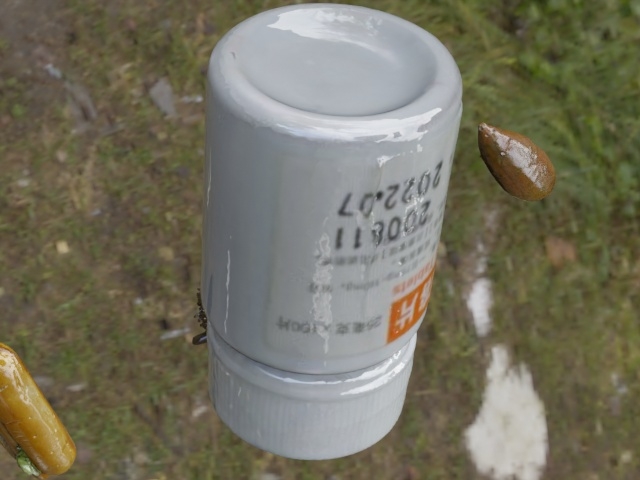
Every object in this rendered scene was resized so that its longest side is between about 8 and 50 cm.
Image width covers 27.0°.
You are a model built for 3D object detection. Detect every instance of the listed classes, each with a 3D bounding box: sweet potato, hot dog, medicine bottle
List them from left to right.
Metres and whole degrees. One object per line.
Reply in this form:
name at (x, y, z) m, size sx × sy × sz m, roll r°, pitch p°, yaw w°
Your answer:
hot dog at (-0.368, 0.202, 1.574) m, size 0.068 × 0.100 × 0.250 m, roll -56°, pitch 144°, yaw -32°
medicine bottle at (0.000, 0.000, 1.166) m, size 0.211 × 0.211 × 0.372 m, roll -45°, pitch 150°, yaw -43°
sweet potato at (0.115, -0.044, 0.783) m, size 0.095 × 0.034 × 0.034 m, roll 28°, pitch 60°, yaw -49°

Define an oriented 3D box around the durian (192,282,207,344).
durian at (-0.094, 0.102, 1.834) m, size 0.196 × 0.196 × 0.167 m, roll 38°, pitch 28°, yaw -34°
